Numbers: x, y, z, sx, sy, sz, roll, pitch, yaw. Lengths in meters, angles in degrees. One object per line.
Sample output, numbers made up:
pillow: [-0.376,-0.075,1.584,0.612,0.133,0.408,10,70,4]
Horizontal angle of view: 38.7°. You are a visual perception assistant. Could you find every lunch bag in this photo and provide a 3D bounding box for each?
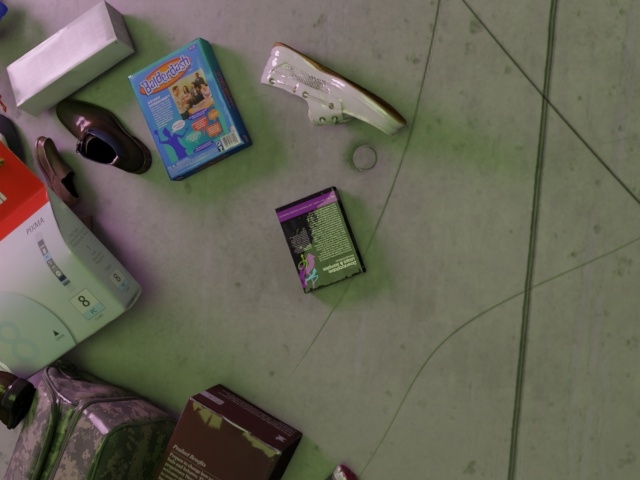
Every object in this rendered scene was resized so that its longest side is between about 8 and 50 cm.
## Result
lunch bag: [-0.446,0.403,1.662,0.256,0.212,0.305,26,98,31]

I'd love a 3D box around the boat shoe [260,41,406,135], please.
boat shoe: [0.017,-0.237,1.557,0.277,0.098,0.096,33,101,22]

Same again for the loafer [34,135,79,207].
loafer: [-0.495,-0.130,1.727,0.050,0.056,0.148,-17,97,15]

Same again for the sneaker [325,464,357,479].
sneaker: [0.055,0.480,1.588,0.074,0.063,0.170,-36,78,14]

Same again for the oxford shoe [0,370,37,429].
oxford shoe: [-0.586,0.287,1.698,0.096,0.227,0.083,29,59,1]

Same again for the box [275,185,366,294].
box: [0.000,0.000,1.602,0.116,0.029,0.162,-20,85,17]

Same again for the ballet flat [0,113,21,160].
ballet flat: [-0.610,-0.149,1.750,0.074,0.074,0.203,-16,87,16]

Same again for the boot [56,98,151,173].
boot: [-0.417,-0.199,1.673,0.219,0.106,0.082,33,100,12]

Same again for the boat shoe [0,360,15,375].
boat shoe: [-0.636,0.242,1.791,0.100,0.035,0.035,37,99,5]

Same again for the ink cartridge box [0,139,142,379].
ink cartridge box: [-0.556,0.038,1.629,0.308,0.091,0.385,-32,108,29]

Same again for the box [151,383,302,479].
box: [-0.207,0.472,1.625,0.191,0.143,0.382,29,101,13]

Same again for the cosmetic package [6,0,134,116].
cosmetic package: [-0.465,-0.335,1.695,0.239,0.060,0.099,-29,63,15]

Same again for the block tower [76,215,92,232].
block tower: [-0.606,-0.004,1.744,0.335,0.091,0.097,-1,91,16]

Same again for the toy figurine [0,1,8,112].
toy figurine: [-0.716,-0.420,1.763,0.362,0.191,0.217,18,67,22]

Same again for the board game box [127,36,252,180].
board game box: [-0.237,-0.235,1.650,0.160,0.047,0.210,-24,86,16]
